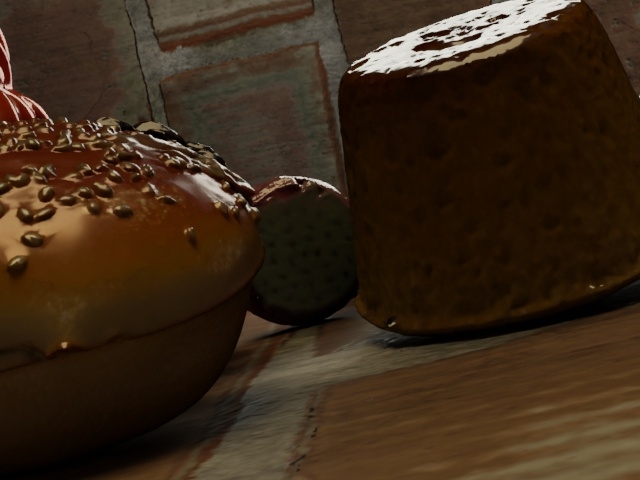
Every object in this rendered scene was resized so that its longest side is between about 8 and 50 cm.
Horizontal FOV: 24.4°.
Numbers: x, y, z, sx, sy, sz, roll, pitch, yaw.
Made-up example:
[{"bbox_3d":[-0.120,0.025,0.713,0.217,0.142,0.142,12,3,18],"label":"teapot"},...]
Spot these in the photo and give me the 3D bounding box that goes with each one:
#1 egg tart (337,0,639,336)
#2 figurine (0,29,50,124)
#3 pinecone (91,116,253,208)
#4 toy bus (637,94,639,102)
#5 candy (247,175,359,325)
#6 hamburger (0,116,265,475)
[{"bbox_3d":[0.094,-0.046,0.834,0.202,0.147,0.202,-19,17,6],"label":"egg tart"},{"bbox_3d":[-0.390,-0.007,1.163,0.306,0.241,0.412,-18,-24,-44],"label":"figurine"},{"bbox_3d":[-0.111,0.013,0.900,0.163,0.163,0.165,-13,-14,4],"label":"pinecone"},{"bbox_3d":[0.233,-0.062,0.944,0.088,0.083,0.194,25,-15,-4],"label":"toy bus"},{"bbox_3d":[-0.017,0.007,0.999,0.103,0.103,0.043,-14,10,-18],"label":"candy"},{"bbox_3d":[-0.137,0.017,0.713,0.237,0.147,0.237,-9,24,4],"label":"hamburger"}]
